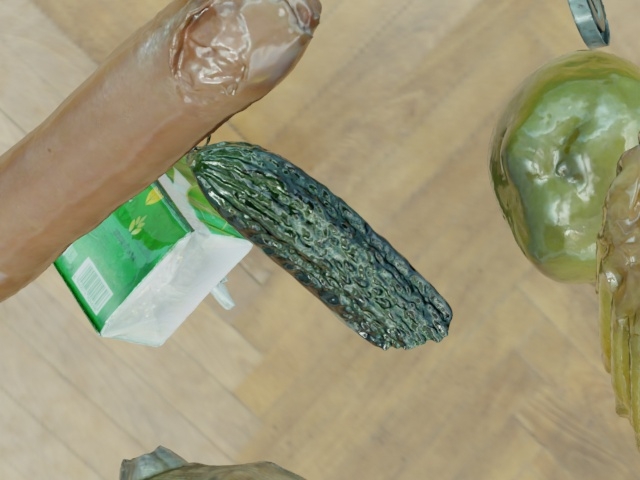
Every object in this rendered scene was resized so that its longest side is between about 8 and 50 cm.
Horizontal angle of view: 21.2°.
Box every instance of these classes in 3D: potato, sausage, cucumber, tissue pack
[{"bbox_3d":[0.188,-0.047,1.152,0.137,0.200,0.154,-46,70,16],"label":"potato"},{"bbox_3d":[-0.152,-0.066,1.194,0.094,0.419,0.094,13,56,-39],"label":"sausage"},{"bbox_3d":[0.001,-0.001,1.345,0.077,0.077,0.265,-49,123,-4],"label":"cucumber"},{"bbox_3d":[-0.174,-0.019,1.674,0.148,0.209,0.156,-49,147,19],"label":"tissue pack"}]

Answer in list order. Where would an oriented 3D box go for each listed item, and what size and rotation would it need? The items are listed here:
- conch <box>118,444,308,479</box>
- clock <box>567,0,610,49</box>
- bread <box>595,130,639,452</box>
[{"bbox_3d":[-0.037,0.210,0.938,0.324,0.263,0.186,-30,118,-55],"label":"conch"},{"bbox_3d":[0.227,-0.205,1.465,0.017,0.085,0.085,-17,103,20],"label":"clock"},{"bbox_3d":[0.241,0.008,0.810,0.149,0.274,0.274,35,88,-42],"label":"bread"}]
